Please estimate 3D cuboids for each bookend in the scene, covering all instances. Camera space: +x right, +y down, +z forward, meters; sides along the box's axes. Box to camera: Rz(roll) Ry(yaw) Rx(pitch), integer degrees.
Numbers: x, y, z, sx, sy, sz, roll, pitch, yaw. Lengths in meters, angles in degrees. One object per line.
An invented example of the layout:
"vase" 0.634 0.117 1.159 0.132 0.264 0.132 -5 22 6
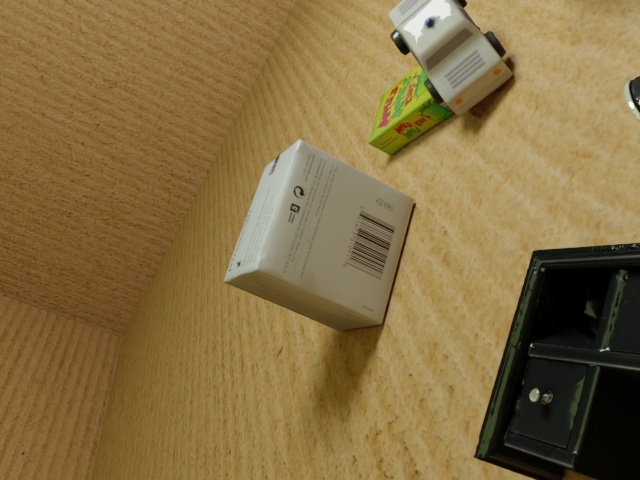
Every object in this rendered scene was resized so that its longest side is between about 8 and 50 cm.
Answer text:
"bookend" 0.190 0.087 0.405 0.156 0.072 0.157 -8 60 67

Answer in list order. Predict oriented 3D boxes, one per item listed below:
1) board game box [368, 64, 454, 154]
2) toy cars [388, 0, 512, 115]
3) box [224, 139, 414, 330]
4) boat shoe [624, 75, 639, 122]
"board game box" 0.140 -0.199 0.919 0.181 0.043 0.092 -28 42 60
"toy cars" 0.163 -0.352 0.798 0.176 0.087 0.394 6 81 35
"box" 0.000 0.000 0.837 0.119 0.182 0.181 -25 45 61
"boat shoe" 0.258 -0.083 0.469 0.038 0.046 0.125 -48 28 40
